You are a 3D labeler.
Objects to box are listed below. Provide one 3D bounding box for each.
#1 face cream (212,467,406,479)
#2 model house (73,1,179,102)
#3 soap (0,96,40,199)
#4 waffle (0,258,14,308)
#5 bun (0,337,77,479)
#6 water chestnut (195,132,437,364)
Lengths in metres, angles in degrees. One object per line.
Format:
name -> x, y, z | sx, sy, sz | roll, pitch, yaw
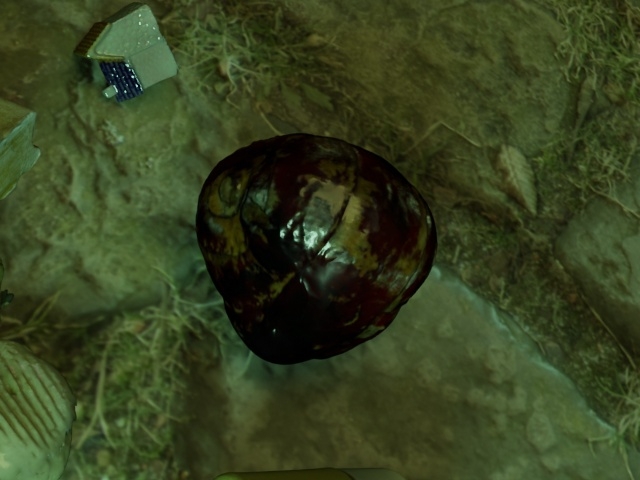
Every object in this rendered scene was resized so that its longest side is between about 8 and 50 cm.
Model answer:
face cream -> -0.013, 0.336, 1.463 | 0.179, 0.218, 0.218 | 2, 58, -25
model house -> -0.245, -0.229, 1.824 | 0.100, 0.088, 0.100 | -32, 109, -15
soap -> -0.456, -0.111, 1.555 | 0.274, 0.089, 0.173 | 20, 47, 14
waffle -> -0.455, 0.031, 1.456 | 0.297, 0.073, 0.317 | 13, 12, -17
bun -> -0.360, 0.192, 1.427 | 0.239, 0.141, 0.239 | 15, 29, -9
water chestnut -> 0.000, 0.000, 1.672 | 0.289, 0.289, 0.244 | 47, 45, 8
